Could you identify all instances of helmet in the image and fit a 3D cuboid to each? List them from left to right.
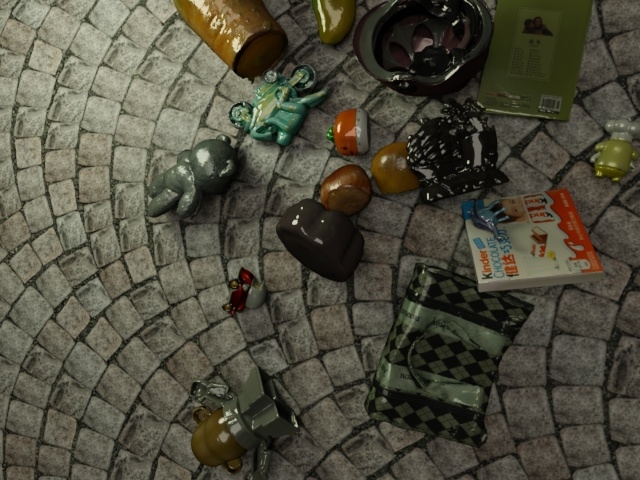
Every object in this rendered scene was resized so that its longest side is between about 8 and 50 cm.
[{"bbox_3d":[0.272,-0.493,1.193,0.339,0.197,0.270,-3,78,20],"label":"helmet"}]

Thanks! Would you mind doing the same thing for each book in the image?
[{"bbox_3d":[0.563,-0.495,1.208,0.240,0.035,0.351,11,90,11],"label":"book"}]

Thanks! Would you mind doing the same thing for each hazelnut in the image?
[{"bbox_3d":[0.066,-0.141,1.260,0.151,0.150,0.150,0,88,13],"label":"hazelnut"}]

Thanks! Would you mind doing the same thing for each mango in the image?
[{"bbox_3d":[0.042,-0.663,1.314,0.122,0.085,0.190,-13,95,2],"label":"mango"}]

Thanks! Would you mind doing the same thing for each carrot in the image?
[{"bbox_3d":[-0.267,-0.649,1.310,0.224,0.224,0.340,-37,84,9],"label":"carrot"}]

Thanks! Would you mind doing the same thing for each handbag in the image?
[{"bbox_3d":[0.326,0.297,1.172,0.317,0.180,0.415,20,92,1],"label":"handbag"}]

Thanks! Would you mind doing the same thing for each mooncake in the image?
[{"bbox_3d":[0.000,0.000,1.221,0.245,0.245,0.133,28,73,12],"label":"mooncake"}]

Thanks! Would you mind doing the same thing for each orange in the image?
[{"bbox_3d":[0.219,-0.203,1.244,0.160,0.112,0.169,37,85,12],"label":"orange"}]

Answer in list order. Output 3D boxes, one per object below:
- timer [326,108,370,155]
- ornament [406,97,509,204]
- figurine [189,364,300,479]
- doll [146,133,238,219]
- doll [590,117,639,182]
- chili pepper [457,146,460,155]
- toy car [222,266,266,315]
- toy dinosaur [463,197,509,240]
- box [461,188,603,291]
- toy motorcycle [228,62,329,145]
[{"bbox_3d":[0.077,-0.301,1.279,0.136,0.099,0.136,-2,76,8],"label":"timer"},{"bbox_3d":[0.332,-0.237,1.165,0.252,0.106,0.260,-16,86,-2],"label":"ornament"},{"bbox_3d":[-0.234,0.522,1.288,0.285,0.167,0.342,-37,60,1],"label":"figurine"},{"bbox_3d":[-0.374,-0.179,1.376,0.341,0.158,0.245,-35,49,24],"label":"doll"},{"bbox_3d":[0.743,-0.229,1.143,0.106,0.062,0.162,19,93,9],"label":"doll"},{"bbox_3d":[0.375,-0.225,1.232,0.182,0.050,0.073,42,77,3],"label":"chili pepper"},{"bbox_3d":[-0.214,0.157,1.336,0.112,0.112,0.139,18,102,-3],"label":"toy car"},{"bbox_3d":[0.415,-0.062,1.135,0.080,0.197,0.045,-31,125,10],"label":"toy dinosaur"},{"bbox_3d":[0.500,-0.006,1.120,0.265,0.048,0.273,-8,48,12],"label":"box"},{"bbox_3d":[-0.118,-0.381,1.326,0.297,0.109,0.198,-33,83,11],"label":"toy motorcycle"}]
